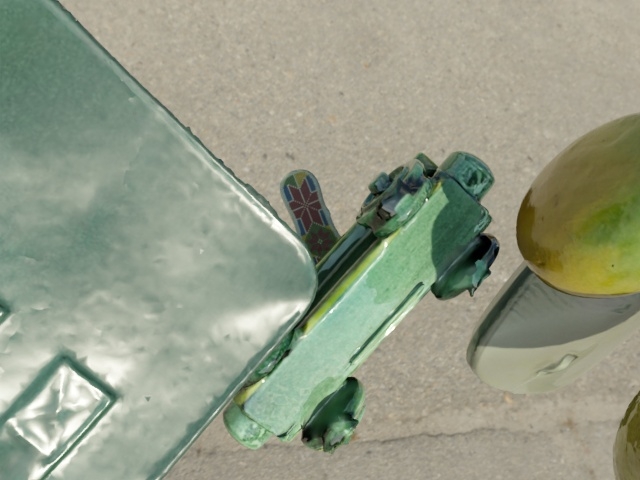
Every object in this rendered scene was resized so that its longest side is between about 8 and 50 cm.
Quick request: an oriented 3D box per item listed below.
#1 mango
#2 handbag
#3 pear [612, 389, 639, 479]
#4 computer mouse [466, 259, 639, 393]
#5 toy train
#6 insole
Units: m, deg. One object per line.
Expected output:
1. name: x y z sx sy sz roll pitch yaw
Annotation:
1. mango: 0.212 -0.027 0.458 0.092 0.195 0.130 26 57 -14
2. handbag: -0.182 0.002 0.404 0.326 0.089 0.238 46 76 -15
3. pear: 0.303 0.157 0.381 0.212 0.188 0.228 -17 67 -4
4. computer mouse: 0.295 0.053 0.699 0.197 0.330 0.095 16 31 -27
5. toy train: 0.038 0.057 0.712 0.150 0.369 0.237 42 2 -5
6. insole: 0.000 0.000 0.829 0.006 0.065 0.193 26 42 -79
